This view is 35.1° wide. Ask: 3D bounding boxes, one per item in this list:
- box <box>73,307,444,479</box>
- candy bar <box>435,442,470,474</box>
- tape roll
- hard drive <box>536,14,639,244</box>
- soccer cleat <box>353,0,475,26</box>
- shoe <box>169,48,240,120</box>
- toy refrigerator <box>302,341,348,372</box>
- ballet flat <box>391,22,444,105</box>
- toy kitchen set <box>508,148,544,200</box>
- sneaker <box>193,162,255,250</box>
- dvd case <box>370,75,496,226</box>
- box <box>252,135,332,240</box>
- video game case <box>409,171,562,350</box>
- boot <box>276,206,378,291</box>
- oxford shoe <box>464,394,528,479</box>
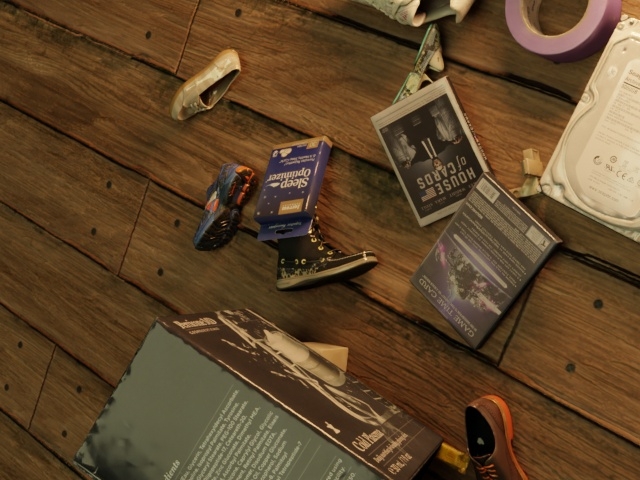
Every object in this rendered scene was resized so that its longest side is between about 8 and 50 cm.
[{"bbox_3d":[-0.080,0.365,1.758,0.471,0.480,0.297,31,96,13],"label":"box"},{"bbox_3d":[0.215,0.394,1.938,0.161,0.018,0.040,24,97,34],"label":"candy bar"},{"bbox_3d":[0.430,-0.416,1.796,0.189,0.080,0.189,-2,87,34],"label":"tape roll"},{"bbox_3d":[0.544,-0.184,1.717,0.237,0.064,0.339,33,105,31],"label":"hard drive"},{"bbox_3d":[0.148,-0.481,1.955,0.331,0.116,0.143,7,65,34],"label":"soccer cleat"},{"bbox_3d":[-0.259,-0.338,2.271,0.219,0.076,0.058,-41,61,24],"label":"shoe"},{"bbox_3d":[-0.022,0.346,2.055,0.094,0.102,0.270,6,92,35],"label":"toy refrigerator"},{"bbox_3d":[0.204,-0.326,1.967,0.070,0.070,0.188,35,108,31],"label":"ballet flat"},{"bbox_3d":[0.358,-0.119,1.837,0.075,0.068,0.083,-13,79,34],"label":"toy kitchen set"},{"bbox_3d":[-0.221,-0.075,2.240,0.087,0.083,0.221,41,105,43],"label":"sneaker"},{"bbox_3d":[0.217,-0.166,1.926,0.179,0.029,0.239,-26,87,31],"label":"dvd case"},{"bbox_3d":[-0.061,-0.108,2.087,0.136,0.036,0.225,-7,57,34],"label":"box"},{"bbox_3d":[0.298,0.040,1.869,0.196,0.026,0.274,48,124,27],"label":"video game case"},{"bbox_3d":[-0.002,0.000,2.072,0.236,0.085,0.179,-16,75,32],"label":"boot"},{"bbox_3d":[0.309,0.418,1.823,0.097,0.098,0.271,-22,75,32],"label":"oxford shoe"}]
